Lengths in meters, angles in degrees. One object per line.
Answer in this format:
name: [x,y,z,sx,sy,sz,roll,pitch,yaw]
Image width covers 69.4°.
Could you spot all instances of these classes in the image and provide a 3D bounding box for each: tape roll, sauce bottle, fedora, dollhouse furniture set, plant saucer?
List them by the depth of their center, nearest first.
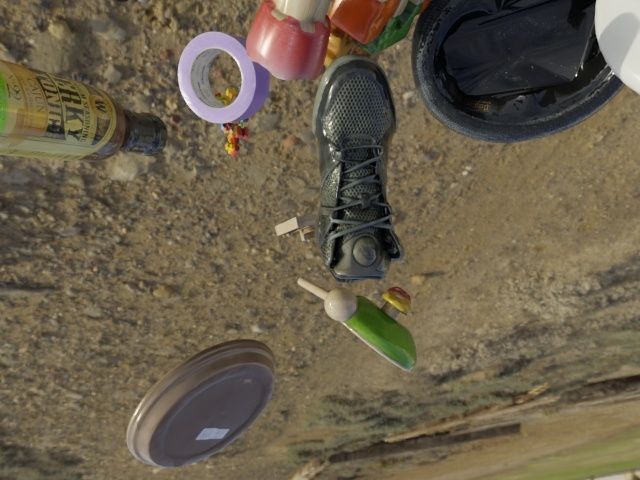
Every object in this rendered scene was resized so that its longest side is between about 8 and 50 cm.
sauce bottle: [-0.343,-0.162,0.612,0.111,0.111,0.344,-23,178,22]
fedora: [0.312,-0.319,0.730,0.334,0.152,0.334,5,130,6]
plant saucer: [-0.186,0.288,0.793,0.278,0.041,0.278,-28,140,-27]
tape roll: [-0.215,-0.361,1.031,0.189,0.080,0.189,5,110,15]
dollhouse furniture set: [0.000,0.000,1.106,0.151,0.123,0.144,-12,177,-31]

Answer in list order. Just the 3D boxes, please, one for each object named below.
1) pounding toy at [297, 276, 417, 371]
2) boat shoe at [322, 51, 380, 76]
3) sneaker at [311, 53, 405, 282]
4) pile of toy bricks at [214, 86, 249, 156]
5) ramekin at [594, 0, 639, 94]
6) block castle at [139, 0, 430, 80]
pounding toy: [0.098,0.117,0.811,0.237,0.183,0.110,38,88,-23]
boat shoe: [0.063,-0.415,1.145,0.123,0.123,0.342,-9,153,-11]
sneaker: [0.039,-0.049,0.440,0.087,0.130,0.227,-4,126,-12]
pile of toy bricks: [-0.277,-0.357,1.323,0.105,0.212,0.118,3,156,-28]
ramekin: [0.433,-0.256,0.464,0.135,0.277,0.277,-3,150,-33]
block castle: [-0.004,-0.379,0.597,0.303,0.453,0.213,38,137,8]
